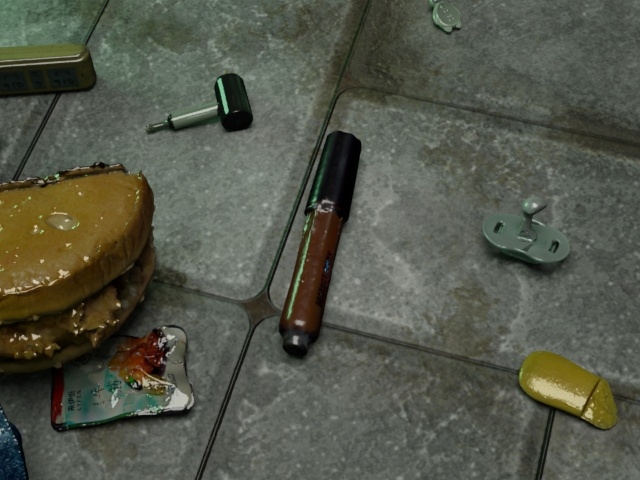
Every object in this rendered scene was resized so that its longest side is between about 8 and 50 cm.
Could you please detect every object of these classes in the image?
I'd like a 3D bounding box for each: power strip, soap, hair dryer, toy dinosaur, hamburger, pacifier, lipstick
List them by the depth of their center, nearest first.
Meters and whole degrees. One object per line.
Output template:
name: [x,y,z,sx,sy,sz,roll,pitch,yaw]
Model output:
toy dinosaur: [-0.469,0.317,1.757,0.147,0.363,0.076,-5,14,34]
hamburger: [-0.454,0.082,1.851,0.445,0.268,0.287,-11,48,-11]
soap: [0.395,0.231,1.888,0.168,0.033,0.089,22,64,13]
pacifier: [0.351,-0.026,2.004,0.150,0.116,0.127,22,36,19]
lipstick: [0.000,0.000,2.016,0.077,0.077,0.418,9,60,7]
hair dryer: [-0.226,-0.235,2.185,0.198,0.057,0.100,-16,57,-2]
power strip: [-0.613,-0.308,2.211,0.388,0.092,0.066,-4,56,-1]
power strip: [0.237,-0.435,2.311,0.055,0.035,0.083,-25,74,-13]

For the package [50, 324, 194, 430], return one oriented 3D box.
package: [-0.317,0.215,1.912,0.232,0.040,0.166,-6,56,2]
